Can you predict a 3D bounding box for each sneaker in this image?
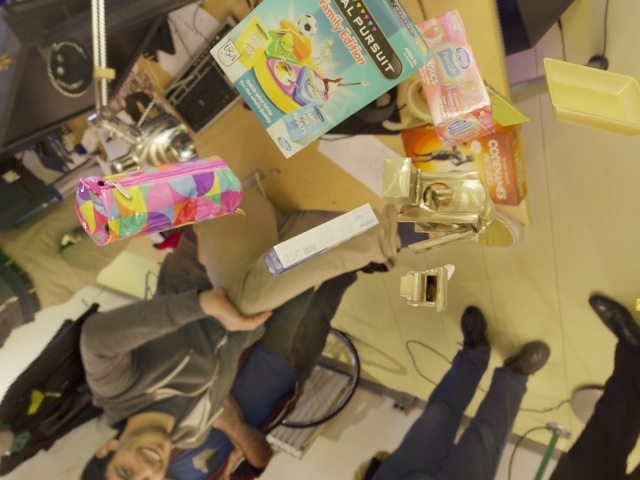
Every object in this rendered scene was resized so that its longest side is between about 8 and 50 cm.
[{"bbox_3d":[0.243,0.088,1.252,0.070,0.051,0.134,45,108,-5],"label":"sneaker"}]

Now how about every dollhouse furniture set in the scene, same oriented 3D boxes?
[{"bbox_3d":[0.140,0.004,0.618,0.101,0.161,0.182,2,175,22],"label":"dollhouse furniture set"}]

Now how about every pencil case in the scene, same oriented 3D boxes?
[{"bbox_3d":[-0.229,-0.063,0.782,0.104,0.236,0.104,17,116,40],"label":"pencil case"}]

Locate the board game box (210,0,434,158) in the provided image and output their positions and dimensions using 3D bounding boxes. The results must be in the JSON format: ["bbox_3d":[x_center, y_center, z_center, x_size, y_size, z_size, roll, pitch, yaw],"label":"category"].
[{"bbox_3d":[-0.006,-0.343,0.989,0.336,0.079,0.254,-28,105,35],"label":"board game box"}]

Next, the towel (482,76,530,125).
[{"bbox_3d":[0.511,-0.406,1.592,0.237,0.021,0.102,24,169,-32],"label":"towel"}]

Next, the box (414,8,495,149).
[{"bbox_3d":[0.333,-0.413,1.387,0.142,0.300,0.154,-18,158,16],"label":"box"}]

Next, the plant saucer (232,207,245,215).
[{"bbox_3d":[-0.220,-0.075,1.296,0.083,0.013,0.083,12,176,1],"label":"plant saucer"}]

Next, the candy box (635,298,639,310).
[{"bbox_3d":[0.706,0.138,1.029,0.206,0.027,0.105,9,177,-33],"label":"candy box"}]

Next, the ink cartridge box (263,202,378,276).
[{"bbox_3d":[0.000,0.000,1.014,0.046,0.207,0.097,63,159,5],"label":"ink cartridge box"}]

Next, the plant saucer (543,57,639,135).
[{"bbox_3d":[0.905,-0.468,1.798,0.332,0.333,0.081,13,136,3],"label":"plant saucer"}]
